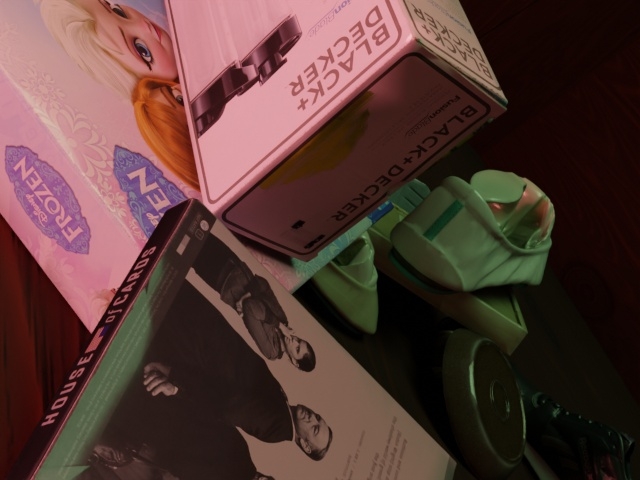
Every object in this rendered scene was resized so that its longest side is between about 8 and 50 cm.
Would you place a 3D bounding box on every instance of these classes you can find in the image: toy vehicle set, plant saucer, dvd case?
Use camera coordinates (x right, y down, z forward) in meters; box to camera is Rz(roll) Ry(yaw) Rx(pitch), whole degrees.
[{"bbox_3d":[0.118,0.019,1.131,0.266,0.035,0.166,33,18,-7],"label":"toy vehicle set"},{"bbox_3d":[0.180,0.173,1.012,0.168,0.029,0.169,38,43,-46],"label":"plant saucer"},{"bbox_3d":[-0.024,0.120,0.478,0.239,0.029,0.179,48,42,-25],"label":"dvd case"}]

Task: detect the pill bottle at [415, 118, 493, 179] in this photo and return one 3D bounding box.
[{"bbox_3d":[0.150,-0.169,1.457,0.117,0.215,0.117,48,15,-18],"label":"pill bottle"}]

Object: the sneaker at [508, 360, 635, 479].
[{"bbox_3d":[0.321,0.254,1.187,0.283,0.124,0.107,60,16,25],"label":"sneaker"}]

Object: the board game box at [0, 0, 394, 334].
[{"bbox_3d":[-0.111,-0.092,0.647,0.319,0.066,0.318,52,28,-1],"label":"board game box"}]

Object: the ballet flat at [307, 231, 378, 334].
[{"bbox_3d":[0.000,0.000,0.873,0.248,0.086,0.086,43,18,-35],"label":"ballet flat"}]

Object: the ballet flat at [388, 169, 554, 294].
[{"bbox_3d":[0.205,-0.016,1.103,0.139,0.139,0.400,57,23,14],"label":"ballet flat"}]

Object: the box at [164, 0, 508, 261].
[{"bbox_3d":[-0.011,-0.153,0.617,0.087,0.169,0.290,25,39,-42],"label":"box"}]

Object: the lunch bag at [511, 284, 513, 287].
[{"bbox_3d":[0.293,0.063,1.666,0.098,0.065,0.067,54,-1,9],"label":"lunch bag"}]

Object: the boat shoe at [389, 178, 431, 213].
[{"bbox_3d":[0.089,-0.064,1.299,0.075,0.083,0.226,20,-16,32],"label":"boat shoe"}]

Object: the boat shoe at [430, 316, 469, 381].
[{"bbox_3d":[0.165,0.116,1.114,0.178,0.064,0.060,-19,101,-73],"label":"boat shoe"}]
